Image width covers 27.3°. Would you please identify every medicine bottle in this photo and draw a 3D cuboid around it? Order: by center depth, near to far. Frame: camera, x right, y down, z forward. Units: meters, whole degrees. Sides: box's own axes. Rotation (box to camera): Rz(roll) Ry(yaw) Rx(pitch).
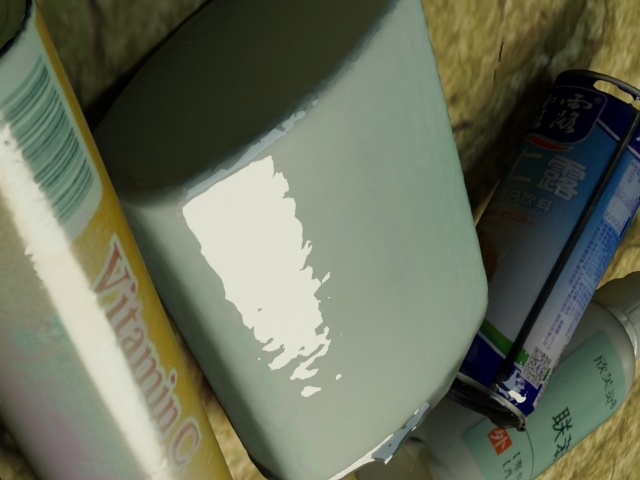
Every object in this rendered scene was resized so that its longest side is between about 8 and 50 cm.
[{"bbox_3d":[-0.111,0.058,0.625,0.108,0.108,0.426,-41,143,-23],"label":"medicine bottle"},{"bbox_3d":[0.180,0.104,1.031,0.351,0.110,0.110,-29,137,-36],"label":"medicine bottle"}]

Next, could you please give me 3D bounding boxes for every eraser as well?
[{"bbox_3d":[0.000,0.000,0.726,0.189,0.104,0.290,-42,143,-17],"label":"eraser"}]

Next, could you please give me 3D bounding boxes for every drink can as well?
[{"bbox_3d":[0.150,0.006,0.898,0.235,0.097,0.097,-61,147,-11],"label":"drink can"}]
